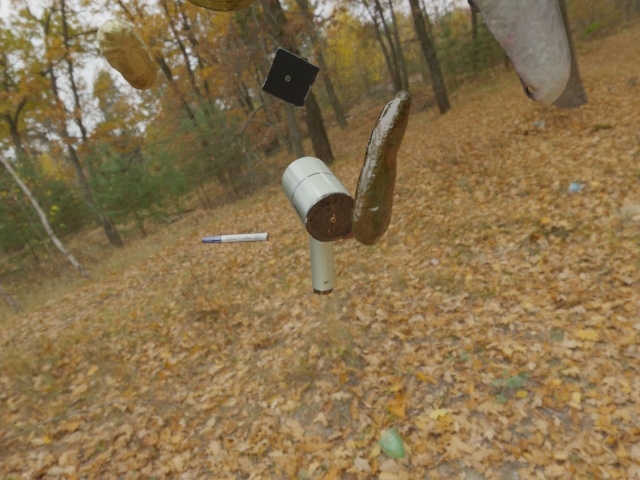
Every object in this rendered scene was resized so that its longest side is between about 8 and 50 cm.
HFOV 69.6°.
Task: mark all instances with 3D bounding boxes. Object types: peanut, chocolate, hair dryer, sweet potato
[{"bbox_3d":[-0.627,-0.596,1.519,0.147,0.148,0.319,-20,-9,-6],"label":"peanut"},{"bbox_3d":[0.268,-0.337,0.645,0.100,0.303,0.185,-29,28,28],"label":"chocolate"},{"bbox_3d":[0.000,0.000,1.123,0.128,0.362,0.203,-13,36,-15],"label":"hair dryer"},{"bbox_3d":[0.102,-0.119,0.792,0.075,0.274,0.075,10,15,-3],"label":"sweet potato"}]

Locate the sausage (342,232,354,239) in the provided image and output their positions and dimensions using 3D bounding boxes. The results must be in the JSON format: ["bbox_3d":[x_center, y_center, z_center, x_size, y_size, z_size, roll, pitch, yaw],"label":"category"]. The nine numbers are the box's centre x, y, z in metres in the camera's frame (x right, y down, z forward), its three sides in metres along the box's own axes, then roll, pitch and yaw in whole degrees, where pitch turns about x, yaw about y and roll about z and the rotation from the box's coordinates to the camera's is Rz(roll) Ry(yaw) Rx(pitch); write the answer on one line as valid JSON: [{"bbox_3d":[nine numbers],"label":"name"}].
[{"bbox_3d":[0.115,-0.030,1.240,0.146,0.035,0.030,-16,0,2],"label":"sausage"}]

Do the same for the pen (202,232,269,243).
[{"bbox_3d":[-0.251,-0.005,1.360,0.204,0.025,0.025,-3,15,9],"label":"pen"}]

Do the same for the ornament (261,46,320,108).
[{"bbox_3d":[-0.051,-0.318,0.892,0.088,0.081,0.203,-61,9,23],"label":"ornament"}]

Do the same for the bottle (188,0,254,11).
[{"bbox_3d":[-0.167,-0.584,0.760,0.171,0.172,0.351,-25,-21,-27],"label":"bottle"}]
